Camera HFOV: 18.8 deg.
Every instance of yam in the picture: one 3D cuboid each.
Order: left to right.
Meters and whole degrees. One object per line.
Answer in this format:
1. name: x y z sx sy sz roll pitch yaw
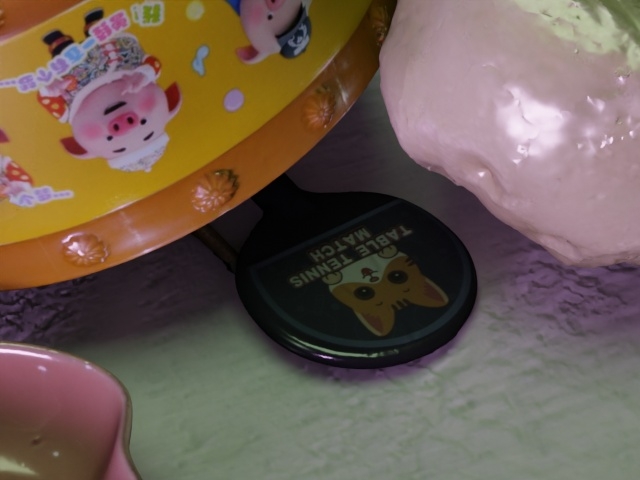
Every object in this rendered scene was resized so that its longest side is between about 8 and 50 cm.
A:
1. yam: -0.075 -0.003 1.276 0.014 0.014 0.107 -31 50 -22

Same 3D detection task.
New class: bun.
1. bun: 0.217 -0.117 1.209 0.326 0.234 0.362 34 46 26

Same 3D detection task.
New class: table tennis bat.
1. table tennis bat: 0.000 0.000 1.250 0.150 0.027 0.236 -24 51 -25

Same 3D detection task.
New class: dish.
1. dish: -0.193 0.159 1.082 0.213 0.090 0.213 -2 46 2

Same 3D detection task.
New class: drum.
1. drum: -0.172 -0.176 1.242 0.431 0.214 0.431 -17 37 13
